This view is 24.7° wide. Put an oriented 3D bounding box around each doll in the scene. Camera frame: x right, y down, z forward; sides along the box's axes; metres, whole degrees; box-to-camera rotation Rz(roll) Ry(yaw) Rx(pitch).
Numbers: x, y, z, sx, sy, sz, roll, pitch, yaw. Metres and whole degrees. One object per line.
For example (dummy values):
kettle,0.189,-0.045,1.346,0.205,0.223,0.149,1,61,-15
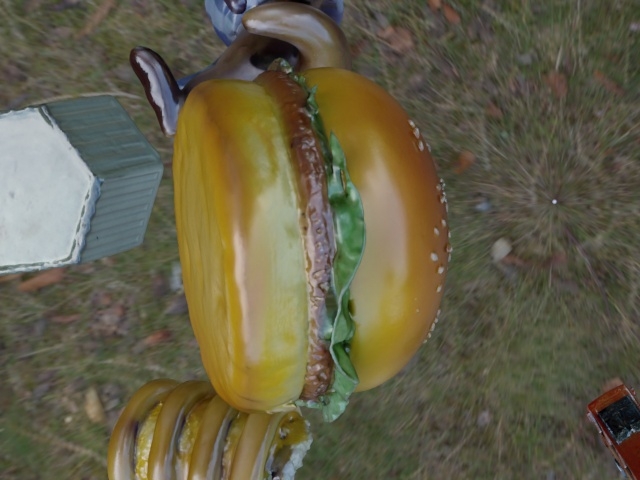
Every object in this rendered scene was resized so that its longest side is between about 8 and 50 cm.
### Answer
doll,-0.078,-0.230,1.456,0.209,0.318,0.339,3,57,-3

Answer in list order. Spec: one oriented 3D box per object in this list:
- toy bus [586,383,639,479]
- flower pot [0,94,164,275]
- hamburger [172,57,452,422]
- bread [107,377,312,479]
toy bus,0.171,0.117,0.750,0.031,0.110,0.043,-32,120,3
flower pot,-0.341,-0.074,1.882,0.209,0.190,0.239,-39,84,21
hamburger,0.000,-0.001,0.977,0.170,0.246,0.246,-10,90,-14
bread,-0.091,0.171,1.166,0.177,0.084,0.119,8,68,21
